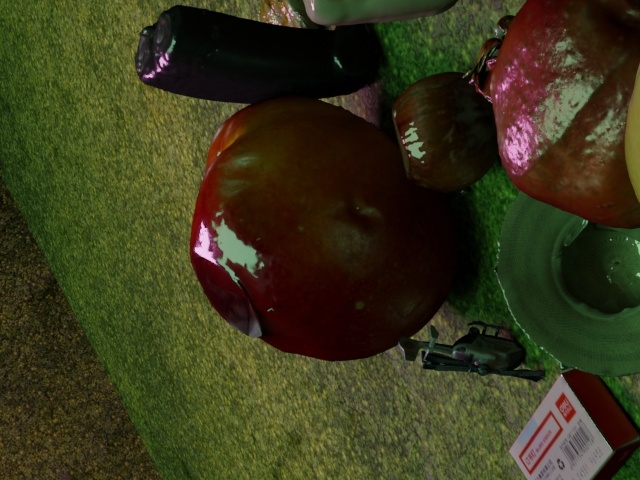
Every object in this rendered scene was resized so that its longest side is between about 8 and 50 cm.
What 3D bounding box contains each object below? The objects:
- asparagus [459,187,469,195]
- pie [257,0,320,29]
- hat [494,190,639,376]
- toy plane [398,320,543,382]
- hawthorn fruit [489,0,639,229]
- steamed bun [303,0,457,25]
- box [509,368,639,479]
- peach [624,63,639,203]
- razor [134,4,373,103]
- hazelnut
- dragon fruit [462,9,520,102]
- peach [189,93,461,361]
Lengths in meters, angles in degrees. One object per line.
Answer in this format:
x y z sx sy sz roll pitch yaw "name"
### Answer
0.173 -0.110 1.706 0.114 0.015 0.014 62 -173 24 "asparagus"
-0.050 -0.319 1.982 0.187 0.041 0.186 44 144 45 "pie"
0.326 0.027 1.368 0.252 0.252 0.110 65 -163 12 "hat"
0.201 0.151 1.676 0.078 0.197 0.053 -95 18 -55 "toy plane"
0.288 -0.162 1.156 0.254 0.254 0.300 60 164 23 "hawthorn fruit"
0.054 -0.460 1.459 0.236 0.247 0.383 -116 17 -66 "steamed bun"
0.327 0.271 1.616 0.123 0.050 0.229 59 153 28 "box"
0.407 -0.084 0.940 0.316 0.314 0.281 26 101 45 "peach"
-0.091 -0.260 1.777 0.189 0.327 0.107 160 109 -64 "razor"
0.164 -0.138 1.580 0.143 0.143 0.154 124 139 -59 "hazelnut"
0.233 -0.186 1.416 0.138 0.142 0.175 8 -95 -81 "dragon fruit"
-0.020 0.001 1.740 0.406 0.310 0.335 43 149 0 "peach"
